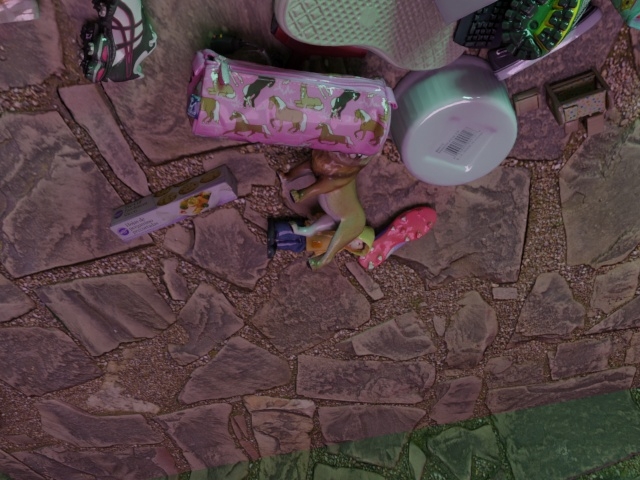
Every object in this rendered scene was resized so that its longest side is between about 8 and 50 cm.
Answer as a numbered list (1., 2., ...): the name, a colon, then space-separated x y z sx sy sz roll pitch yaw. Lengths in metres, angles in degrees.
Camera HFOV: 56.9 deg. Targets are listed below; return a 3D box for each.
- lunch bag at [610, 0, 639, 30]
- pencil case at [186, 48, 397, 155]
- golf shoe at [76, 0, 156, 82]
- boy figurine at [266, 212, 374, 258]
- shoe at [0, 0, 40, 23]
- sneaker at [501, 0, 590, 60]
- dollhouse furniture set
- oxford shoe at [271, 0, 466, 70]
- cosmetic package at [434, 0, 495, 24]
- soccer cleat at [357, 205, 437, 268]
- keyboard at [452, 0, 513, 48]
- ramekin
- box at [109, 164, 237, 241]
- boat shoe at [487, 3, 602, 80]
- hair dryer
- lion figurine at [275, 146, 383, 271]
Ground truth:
1. lunch bag: 0.637 -0.457 1.029 0.262 0.223 0.160 7 142 -18
2. pencil case: -0.057 -0.257 1.126 0.386 0.167 0.160 5 98 -14
3. golf shoe: -0.352 -0.404 1.064 0.120 0.105 0.273 -3 145 -37
4. boy figurine: 0.000 0.000 1.559 0.285 0.092 0.177 3 135 -6
5. shoe: -0.601 -0.395 1.035 0.219 0.076 0.058 -13 133 3
6. sneaker: 0.434 -0.477 1.020 0.134 0.146 0.343 37 115 11
7. dollhouse furniture set: 0.544 -0.267 1.323 0.182 0.101 0.161 -18 138 12
8. oxford shoe: 0.105 -0.415 1.070 0.449 0.130 0.169 -3 132 -33
9. cosmetic package: 0.204 -0.488 0.944 0.107 0.127 0.238 -19 121 39
10. soccer cleat: 0.203 -0.014 1.593 0.248 0.095 0.083 -39 97 13
11. keyboard: 0.364 -0.492 1.054 0.202 0.033 0.317 -15 143 -25
12. ramekin: 0.288 -0.247 1.285 0.277 0.135 0.277 -4 139 -4
13. box: -0.354 -0.087 1.427 0.324 0.067 0.063 -19 137 14
14. boat shoe: 0.438 -0.411 1.173 0.228 0.080 0.076 -29 107 17
15. hair dryer: -0.049 -0.365 1.169 0.294 0.080 0.223 -10 151 15
16. lion figurine: 0.041 -0.103 1.394 0.240 0.142 0.392 -25 142 -14
